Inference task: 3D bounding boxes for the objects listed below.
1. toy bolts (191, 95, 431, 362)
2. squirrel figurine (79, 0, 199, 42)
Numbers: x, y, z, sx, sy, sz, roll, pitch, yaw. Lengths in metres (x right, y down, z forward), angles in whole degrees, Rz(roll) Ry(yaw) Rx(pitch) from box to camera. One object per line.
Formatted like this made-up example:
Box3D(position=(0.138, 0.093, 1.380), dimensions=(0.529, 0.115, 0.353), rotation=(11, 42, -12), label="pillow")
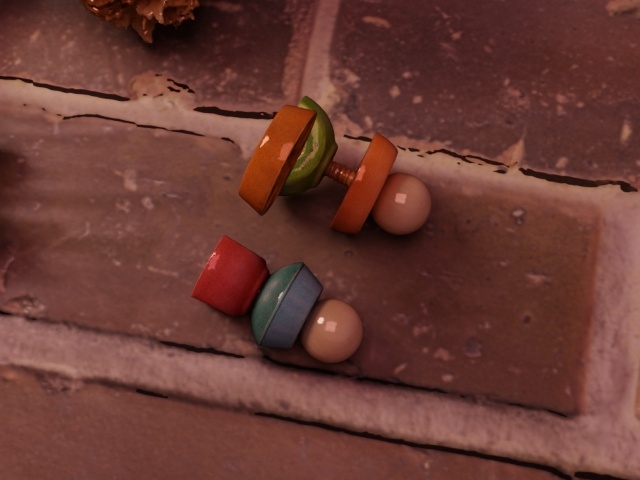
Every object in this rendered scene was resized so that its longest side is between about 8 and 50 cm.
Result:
Box3D(position=(0.000, 0.000, 1.037), dimensions=(0.159, 0.218, 0.228), rotation=(28, 92, 2), label="toy bolts")
Box3D(position=(-0.138, -0.404, 1.104), dimensions=(0.281, 0.370, 0.397), rotation=(45, 110, 18), label="squirrel figurine")
